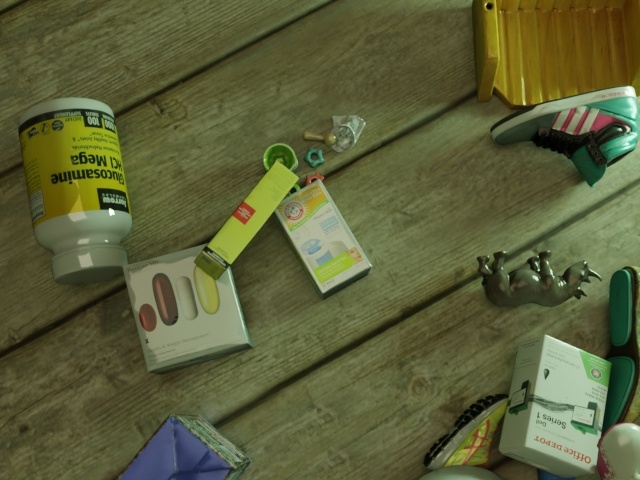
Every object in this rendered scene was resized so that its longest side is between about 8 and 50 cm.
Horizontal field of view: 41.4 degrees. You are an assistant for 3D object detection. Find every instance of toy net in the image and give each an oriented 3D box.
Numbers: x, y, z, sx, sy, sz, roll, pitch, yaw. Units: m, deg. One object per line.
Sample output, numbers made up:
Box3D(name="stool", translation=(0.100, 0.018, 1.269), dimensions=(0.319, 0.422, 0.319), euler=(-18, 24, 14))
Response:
Box3D(name="toy net", translation=(0.000, -0.181, 1.741), dimensions=(0.232, 0.045, 0.122), euler=(-32, 80, -6))

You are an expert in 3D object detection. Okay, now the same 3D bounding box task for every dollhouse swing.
Box3D(name="dollhouse swing", translation=(0.501, -0.462, 1.670), dimensions=(0.346, 0.305, 0.315), euler=(-1, 78, -1))

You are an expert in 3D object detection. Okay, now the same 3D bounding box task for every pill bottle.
Box3D(name="pill bottle", translation=(-0.471, -0.092, 1.649), dimensions=(0.187, 0.188, 0.334), euler=(-12, 79, -3))

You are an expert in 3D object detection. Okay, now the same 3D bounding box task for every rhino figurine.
Box3D(name="rhino figurine", translation=(0.434, 0.079, 1.675), dimensions=(0.243, 0.073, 0.106), euler=(0, 74, -1))

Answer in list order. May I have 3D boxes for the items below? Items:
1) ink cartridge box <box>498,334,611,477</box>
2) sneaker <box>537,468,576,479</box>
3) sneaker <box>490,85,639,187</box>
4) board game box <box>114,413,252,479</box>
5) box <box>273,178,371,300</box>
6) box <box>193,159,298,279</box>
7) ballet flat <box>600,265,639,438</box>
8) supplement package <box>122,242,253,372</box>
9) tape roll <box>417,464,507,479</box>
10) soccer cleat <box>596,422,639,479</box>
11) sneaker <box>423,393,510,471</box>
Box3D(name="ink cartridge box", translation=(0.438, 0.310, 1.577), dimensions=(0.160, 0.092, 0.220), euler=(22, 66, -13))
Box3D(name="sneaker", translation=(0.462, 0.501, 1.583), dimensions=(0.069, 0.082, 0.210), euler=(-11, 77, 0))
Box3D(name="sneaker", translation=(0.505, -0.190, 1.711), dimensions=(0.295, 0.124, 0.179), euler=(-13, 79, 7))
Box3D(name="board game box", translation=(-0.258, 0.437, 1.487), dimensions=(0.141, 0.291, 0.232), euler=(39, 80, 8))
Box3D(name="box", translation=(0.000, 0.000, 1.674), dimensions=(0.114, 0.103, 0.203), euler=(-29, 80, -6))
Box3D(name="box", translation=(-0.135, -0.038, 1.559), dimensions=(0.058, 0.087, 0.232), euler=(40, 67, -4))
Box3D(name="ballet flat", translation=(0.607, 0.224, 1.630), dimensions=(0.123, 0.123, 0.349), euler=(10, 79, 2))
Box3D(name="supplement package", translation=(-0.251, 0.131, 1.622), dimensions=(0.194, 0.149, 0.203), euler=(-16, 79, -4))
Box3D(name="tape roll", translation=(0.261, 0.557, 1.530), dimensions=(0.286, 0.100, 0.286), euler=(0, 93, 0))
Box3D(name="soccer cleat", translation=(0.572, 0.476, 1.490), dimensions=(0.116, 0.143, 0.331), euler=(-17, 114, -3))
Box3D(name="sneaker", translation=(0.297, 0.380, 1.616), dimensions=(0.208, 0.081, 0.094), euler=(-44, 89, -2))
